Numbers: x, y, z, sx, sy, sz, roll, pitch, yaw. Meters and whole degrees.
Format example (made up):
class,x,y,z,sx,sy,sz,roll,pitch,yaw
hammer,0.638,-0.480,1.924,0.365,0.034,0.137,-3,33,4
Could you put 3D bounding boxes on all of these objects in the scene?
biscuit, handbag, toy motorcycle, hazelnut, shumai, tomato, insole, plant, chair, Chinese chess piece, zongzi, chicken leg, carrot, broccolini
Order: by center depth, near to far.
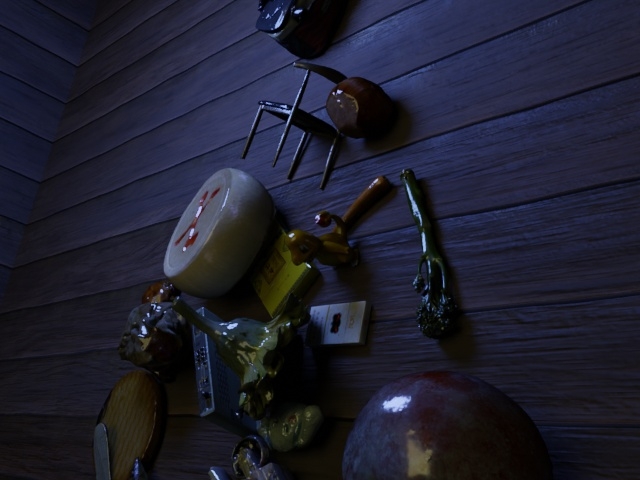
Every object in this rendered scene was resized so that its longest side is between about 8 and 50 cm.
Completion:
class,x,y,z,sx,sy,sz,roll,pitch,yaw
tomato,0.186,0.354,1.139,0.316,0.282,0.317,1,91,49
broccolini,0.188,0.013,1.488,0.078,0.074,0.392,-31,49,25
toy motorcycle,-0.123,0.558,1.504,0.223,0.108,0.341,-47,47,10
plant,-0.155,0.242,1.573,0.306,0.296,0.261,139,129,-57
carrot,0.086,-0.072,1.695,0.190,0.037,0.037,-47,40,25
hazelnut,0.092,-0.305,1.750,0.154,0.143,0.143,27,90,39
zongzi,-0.405,0.606,1.820,0.187,0.084,0.184,-16,58,40
chair,-0.048,-0.287,1.855,0.166,0.188,0.272,21,89,51
Chinese chess piece,-0.256,-0.017,1.908,0.338,0.140,0.338,-45,26,29
shumai,-0.427,0.230,1.925,0.218,0.185,0.184,9,71,16
insole,-0.561,0.647,1.980,0.119,0.009,0.349,-37,55,41
biscuit,-0.516,0.503,2.043,0.318,0.040,0.318,-26,52,40
handbag,-0.049,-0.635,2.055,0.181,0.181,0.255,20,85,53
chicken leg,-0.428,0.240,2.065,0.113,0.093,0.304,-26,54,21

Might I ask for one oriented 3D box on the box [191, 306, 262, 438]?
class,x,y,z,sx,sy,sz,roll,pitch,yaw
box,-0.208,0.295,1.680,0.045,0.211,0.270,-30,48,17

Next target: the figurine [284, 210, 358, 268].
class,x,y,z,sx,sy,sz,roll,pitch,yaw
figurine,-0.001,-0.004,1.631,0.121,0.176,0.122,-3,83,46

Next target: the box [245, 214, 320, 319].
class,x,y,z,sx,sy,sz,roll,pitch,yaw
box,-0.109,0.056,1.838,0.153,0.041,0.279,-53,38,12

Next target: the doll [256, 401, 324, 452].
class,x,y,z,sx,sy,sz,roll,pitch,yaw
doll,-0.062,0.382,1.565,0.214,0.071,0.104,-21,60,48

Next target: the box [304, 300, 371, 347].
class,x,y,z,sx,sy,sz,roll,pitch,yaw
box,0.035,0.179,1.610,0.166,0.024,0.090,-12,60,46
